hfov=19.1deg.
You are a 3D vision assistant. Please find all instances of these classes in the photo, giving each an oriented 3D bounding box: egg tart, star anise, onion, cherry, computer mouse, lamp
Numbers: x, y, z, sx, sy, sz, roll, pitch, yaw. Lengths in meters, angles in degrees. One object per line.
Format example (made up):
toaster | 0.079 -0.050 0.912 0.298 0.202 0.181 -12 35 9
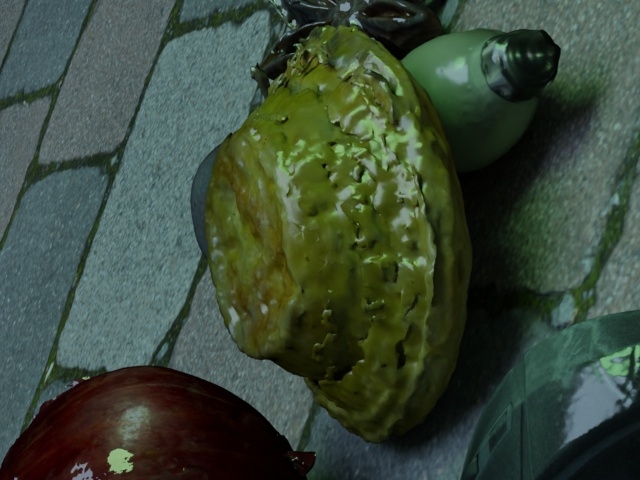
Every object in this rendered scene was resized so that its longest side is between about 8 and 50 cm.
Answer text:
egg tart | 0.000 0.000 1.316 0.294 0.123 0.294 171 90 -67
star anise | 0.027 -0.185 1.585 0.262 0.081 0.230 27 94 55
onion | -0.124 0.224 1.332 0.276 0.276 0.276 -46 32 39
cherry | -0.056 -0.056 1.563 0.115 0.188 0.148 -9 12 19
computer mouse | 0.132 0.117 1.112 0.231 0.071 0.126 -46 31 40
lamp | 0.090 -0.091 1.354 0.250 0.101 0.101 -33 40 61
